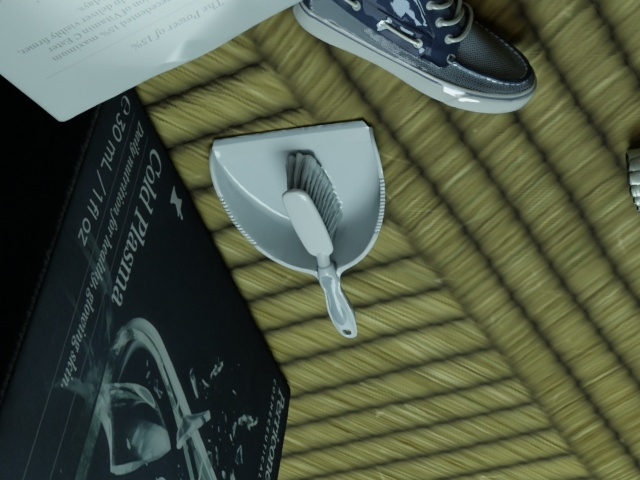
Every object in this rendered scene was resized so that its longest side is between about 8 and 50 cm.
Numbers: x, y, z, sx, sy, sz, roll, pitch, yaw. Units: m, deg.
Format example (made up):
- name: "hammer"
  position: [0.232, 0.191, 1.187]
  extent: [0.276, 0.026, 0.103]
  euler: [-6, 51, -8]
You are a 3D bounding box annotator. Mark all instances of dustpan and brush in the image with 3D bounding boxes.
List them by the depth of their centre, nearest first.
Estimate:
- name: "dustpan and brush"
  position: [0.000, 0.000, 1.144]
  extent: [0.147, 0.060, 0.211]
  euler: [-6, 137, 18]

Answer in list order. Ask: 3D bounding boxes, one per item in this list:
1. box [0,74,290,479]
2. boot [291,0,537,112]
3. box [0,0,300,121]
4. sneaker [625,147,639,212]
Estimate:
- name: "box"
  position: [-0.254, 0.189, 1.094]
  extent: [0.297, 0.480, 0.472]
  euler: [-5, 138, 16]
- name: "boot"
  position: [0.078, -0.157, 0.936]
  extent: [0.190, 0.069, 0.086]
  euler: [20, 142, -9]
- name: "box"
  position: [-0.154, -0.245, 0.678]
  extent: [0.215, 0.168, 0.345]
  euler: [-24, 147, 16]
- name: "sneaker"
  position: [0.305, -0.018, 1.062]
  extent: [0.073, 0.063, 0.162]
  euler: [-21, 132, 27]
